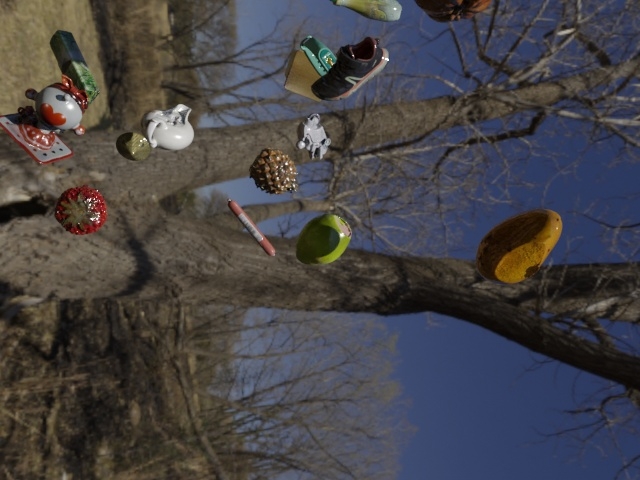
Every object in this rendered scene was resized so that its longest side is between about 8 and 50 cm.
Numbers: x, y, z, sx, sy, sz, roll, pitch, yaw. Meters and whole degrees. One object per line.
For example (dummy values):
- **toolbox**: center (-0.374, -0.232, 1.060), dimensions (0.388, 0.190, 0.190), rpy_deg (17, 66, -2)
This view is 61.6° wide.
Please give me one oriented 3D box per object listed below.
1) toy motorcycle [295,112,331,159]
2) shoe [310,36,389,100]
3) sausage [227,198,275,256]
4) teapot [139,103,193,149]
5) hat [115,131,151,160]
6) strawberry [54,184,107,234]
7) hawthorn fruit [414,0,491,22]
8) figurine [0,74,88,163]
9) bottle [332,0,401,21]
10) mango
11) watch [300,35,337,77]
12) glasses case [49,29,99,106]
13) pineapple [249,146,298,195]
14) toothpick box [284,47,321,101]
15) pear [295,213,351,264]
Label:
- **toy motorcycle**: center (-0.052, -0.514, 2.713), dimensions (0.110, 0.171, 0.260), rpy_deg (50, -15, 40)
- **shoe**: center (0.095, -0.583, 1.815), dimensions (0.114, 0.291, 0.137), rpy_deg (59, 6, 27)
- **sausage**: center (-0.208, -0.037, 1.614), dimensions (0.223, 0.029, 0.029), rpy_deg (52, -13, -10)
- **teapot**: center (-0.589, -0.432, 2.058), dimensions (0.139, 0.204, 0.298), rpy_deg (-59, -173, 29)
- **hat**: center (-0.797, -0.380, 2.280), dimensions (0.067, 0.146, 0.146), rpy_deg (-100, -164, -46)
- **strawberry**: center (-0.670, -0.084, 1.507), dimensions (0.086, 0.145, 0.145), rpy_deg (-162, -110, -78)
- **hawthorn fruit**: center (0.364, -0.735, 1.463), dimensions (0.261, 0.258, 0.258), rpy_deg (65, -12, -12)
- **figurine**: center (-0.752, -0.367, 1.520), dimensions (0.226, 0.183, 0.160), rpy_deg (-41, -173, 23)
- **bottle**: center (0.166, -0.848, 1.944), dimensions (0.083, 0.270, 0.083), rpy_deg (10, -78, 63)
- **mango**: center (0.601, 0.008, 1.630), dimensions (0.290, 0.160, 0.191), rpy_deg (-44, -163, 29)
- **watch**: center (0.015, -0.730, 2.200), dimensions (0.237, 0.068, 0.195), rpy_deg (47, 1, -26)
- **glasses case**: center (-0.899, -0.624, 1.951), dimensions (0.095, 0.062, 0.272), rpy_deg (-36, -103, 31)
- **pineapple**: center (-0.161, -0.241, 1.962), dimensions (0.166, 0.193, 0.166), rpy_deg (-53, -173, 9)
- **toothpick box**: center (-0.070, -0.804, 2.557), dimensions (0.308, 0.190, 0.187), rpy_deg (-108, -144, -63)
- **pear**: center (0.000, 0.000, 2.017), dimensions (0.220, 0.187, 0.187), rpy_deg (-34, -130, 25)
